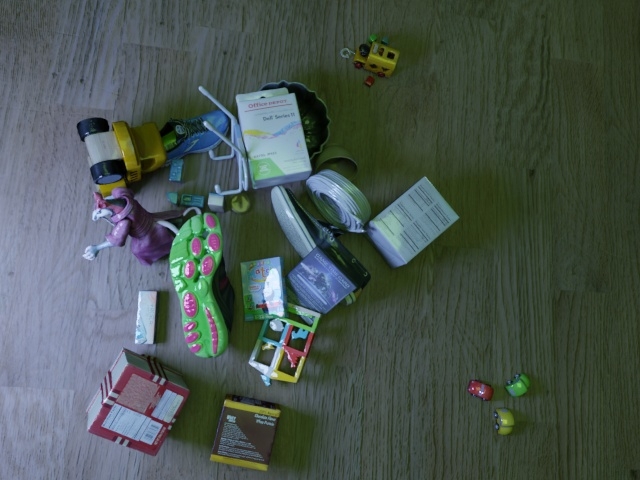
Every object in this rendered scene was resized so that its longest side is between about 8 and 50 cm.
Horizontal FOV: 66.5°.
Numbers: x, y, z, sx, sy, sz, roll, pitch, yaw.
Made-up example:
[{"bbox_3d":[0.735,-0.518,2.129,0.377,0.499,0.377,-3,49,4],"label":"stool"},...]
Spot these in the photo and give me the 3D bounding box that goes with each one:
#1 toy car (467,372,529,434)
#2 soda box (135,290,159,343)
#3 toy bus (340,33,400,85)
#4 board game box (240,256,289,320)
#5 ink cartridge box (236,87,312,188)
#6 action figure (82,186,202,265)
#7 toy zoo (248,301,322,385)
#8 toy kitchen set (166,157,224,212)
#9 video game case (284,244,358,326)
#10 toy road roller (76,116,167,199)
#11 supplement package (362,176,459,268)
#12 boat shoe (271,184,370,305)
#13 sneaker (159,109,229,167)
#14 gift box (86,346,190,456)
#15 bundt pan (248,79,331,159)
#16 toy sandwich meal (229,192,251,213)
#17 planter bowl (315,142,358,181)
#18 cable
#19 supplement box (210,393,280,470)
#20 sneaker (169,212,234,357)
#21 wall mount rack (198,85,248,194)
[{"bbox_3d":[0.702,0.580,1.833,0.225,0.053,0.239,-34,88,-11],"label":"toy car"},{"bbox_3d":[-0.598,0.265,1.690,0.062,0.058,0.183,2,81,-8],"label":"soda box"},{"bbox_3d":[0.213,-0.734,1.936,0.202,0.104,0.191,-27,86,-12],"label":"toy bus"},{"bbox_3d":[-0.200,0.174,1.738,0.160,0.039,0.212,-9,81,20],"label":"board game box"},{"bbox_3d":[-0.169,-0.378,1.693,0.207,0.119,0.354,-12,83,-9],"label":"ink cartridge box"},{"bbox_3d":[-0.587,-0.048,1.579,0.275,0.370,0.248,-8,68,11],"label":"action figure"},{"bbox_3d":[-0.131,0.368,1.718,0.192,0.030,0.293,16,79,18],"label":"toy zoo"},{"bbox_3d":[-0.440,-0.202,1.751,0.207,0.122,0.166,7,80,-8],"label":"toy kitchen set"},{"bbox_3d":[-0.023,0.165,1.712,0.196,0.026,0.274,46,123,0],"label":"video game case"},{"bbox_3d":[-0.652,-0.278,1.641,0.240,0.329,0.203,-17,85,-22],"label":"toy road roller"},{"bbox_3d":[0.321,-0.060,1.800,0.262,0.199,0.198,-39,88,-12],"label":"supplement package"},{"bbox_3d":[0.000,0.000,1.761,0.156,0.187,0.500,-38,93,-17],"label":"boat shoe"},{"bbox_3d":[-0.477,-0.377,1.761,0.330,0.147,0.130,-32,87,-12],"label":"sneaker"},{"bbox_3d":[-0.572,0.521,1.562,0.276,0.258,0.255,38,75,-21],"label":"gift box"},{"bbox_3d":[-0.129,-0.420,1.829,0.330,0.124,0.331,1,81,-7],"label":"bundt pan"},{"bbox_3d":[-0.299,-0.139,1.811,0.085,0.029,0.086,1,84,-12],"label":"toy sandwich meal"},{"bbox_3d":[0.054,-0.294,1.832,0.162,0.162,0.109,-2,55,-9],"label":"planter bowl"},{"bbox_3d":[0.063,-0.142,1.747,0.089,0.257,0.257,-43,105,-17],"label":"cable"},{"bbox_3d":[-0.250,0.641,1.647,0.191,0.129,0.194,13,80,-6],"label":"supplement box"},{"bbox_3d":[-0.394,0.148,1.662,0.185,0.202,0.483,-2,90,1],"label":"sneaker"},{"bbox_3d":[-0.326,-0.335,1.653,0.130,0.304,0.350,-7,49,-14],"label":"wall mount rack"}]
